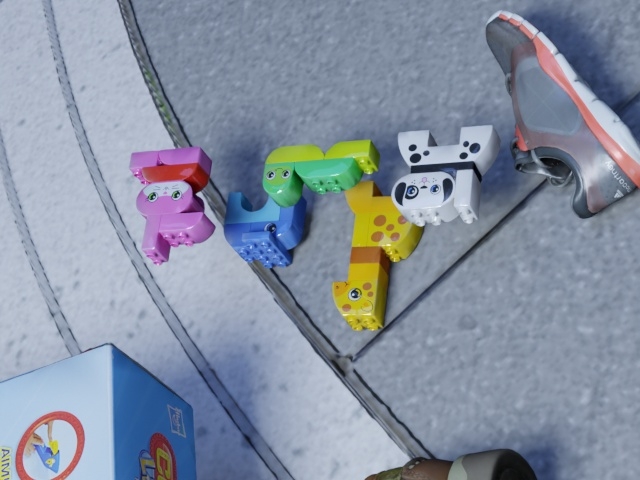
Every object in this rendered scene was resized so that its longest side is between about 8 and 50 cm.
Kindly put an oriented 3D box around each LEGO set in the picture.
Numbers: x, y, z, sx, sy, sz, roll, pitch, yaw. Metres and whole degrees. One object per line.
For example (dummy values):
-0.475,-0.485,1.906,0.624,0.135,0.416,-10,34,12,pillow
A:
0.000,0.000,0.954,0.227,0.087,0.093,-4,62,21,LEGO set

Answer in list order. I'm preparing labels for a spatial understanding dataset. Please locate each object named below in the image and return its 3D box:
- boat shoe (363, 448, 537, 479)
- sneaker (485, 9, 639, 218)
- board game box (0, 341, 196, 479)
0.044,0.248,0.763,0.104,0.111,0.307,-12,46,28,boat shoe
0.129,-0.074,0.939,0.065,0.061,0.158,-42,48,10,sneaker
-0.208,0.241,0.815,0.302,0.086,0.308,-19,54,19,board game box
